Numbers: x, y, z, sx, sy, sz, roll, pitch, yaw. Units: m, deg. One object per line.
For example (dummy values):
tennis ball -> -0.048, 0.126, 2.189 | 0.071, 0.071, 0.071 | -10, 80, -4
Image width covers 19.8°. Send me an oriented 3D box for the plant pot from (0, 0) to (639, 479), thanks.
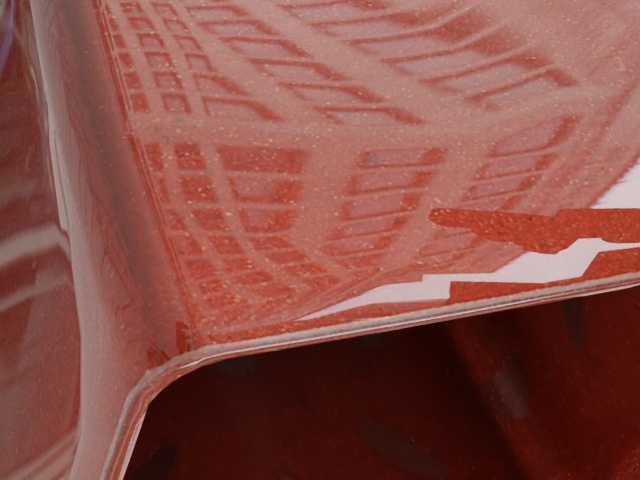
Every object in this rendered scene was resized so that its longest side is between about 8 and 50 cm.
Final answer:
plant pot -> 0.000, 0.000, 0.643 | 0.236, 0.267, 0.267 | 65, -30, 31
